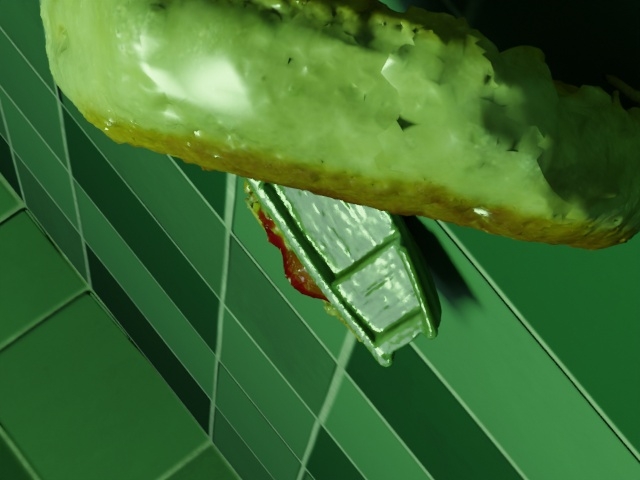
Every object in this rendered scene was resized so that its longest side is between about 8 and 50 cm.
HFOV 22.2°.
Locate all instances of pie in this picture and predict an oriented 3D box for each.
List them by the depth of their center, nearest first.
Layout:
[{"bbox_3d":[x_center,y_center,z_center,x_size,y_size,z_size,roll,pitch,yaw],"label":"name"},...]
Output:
[{"bbox_3d":[0.015,-0.062,0.792,0.315,0.092,0.315,15,-179,0],"label":"pie"}]

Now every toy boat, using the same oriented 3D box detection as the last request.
[{"bbox_3d":[-0.009,-0.048,1.171,0.093,0.055,0.293,-35,92,39],"label":"toy boat"}]

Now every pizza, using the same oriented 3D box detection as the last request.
[{"bbox_3d":[0.000,0.000,1.291,0.188,0.062,0.199,47,162,16],"label":"pizza"}]
